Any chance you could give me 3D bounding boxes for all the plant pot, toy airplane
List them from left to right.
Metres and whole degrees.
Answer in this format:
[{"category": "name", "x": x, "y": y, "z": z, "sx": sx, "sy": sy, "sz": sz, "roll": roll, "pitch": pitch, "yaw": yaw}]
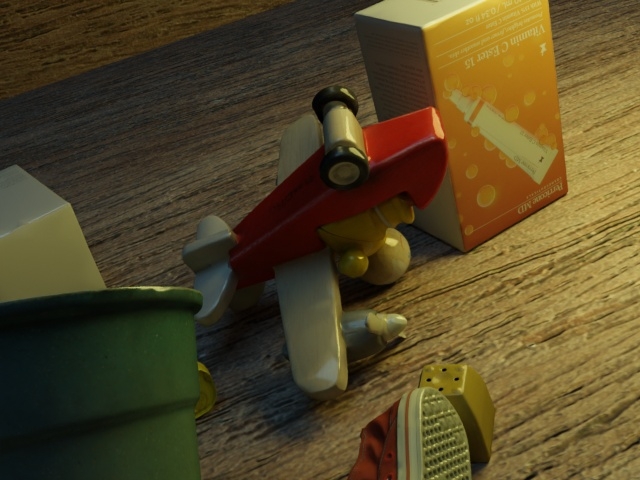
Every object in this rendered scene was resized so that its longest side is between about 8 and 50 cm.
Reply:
[{"category": "plant pot", "x": -0.225, "y": 0.236, "z": 0.622, "sx": 0.341, "sy": 0.334, "sz": 0.341, "roll": -12, "pitch": -8, "yaw": -2}, {"category": "toy airplane", "x": 0.000, "y": 0.000, "z": 1.132, "sx": 0.384, "sy": 0.272, "sz": 0.386, "roll": 13, "pitch": 77, "yaw": 57}, {"category": "plant pot", "x": 0.139, "y": 0.179, "z": 0.885, "sx": 0.081, "sy": 0.083, "sz": 0.081, "roll": -5, "pitch": 31, "yaw": 20}]

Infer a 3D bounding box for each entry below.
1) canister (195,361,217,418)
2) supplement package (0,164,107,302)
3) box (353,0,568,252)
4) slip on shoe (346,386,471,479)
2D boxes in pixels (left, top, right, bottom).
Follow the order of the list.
[{"category": "canister", "x": -0.223, "y": 0.177, "z": 1.084, "sx": 0.126, "sy": 0.073, "sz": 0.170, "roll": -26, "pitch": 30, "yaw": -16}, {"category": "supplement package", "x": -0.524, "y": 0.010, "z": 1.410, "sx": 0.177, "sy": 0.175, "sz": 0.293, "roll": -30, "pitch": 32, "yaw": -24}, {"category": "box", "x": 0.213, "y": -0.196, "z": 1.207, "sx": 0.215, "sy": 0.345, "sz": 0.168, "roll": -29, "pitch": 32, "yaw": -19}, {"category": "slip on shoe", "x": 0.067, "y": 0.270, "z": 0.714, "sx": 0.101, "sy": 0.123, "sz": 0.331, "roll": -33, "pitch": 23, "yaw": 28}]
